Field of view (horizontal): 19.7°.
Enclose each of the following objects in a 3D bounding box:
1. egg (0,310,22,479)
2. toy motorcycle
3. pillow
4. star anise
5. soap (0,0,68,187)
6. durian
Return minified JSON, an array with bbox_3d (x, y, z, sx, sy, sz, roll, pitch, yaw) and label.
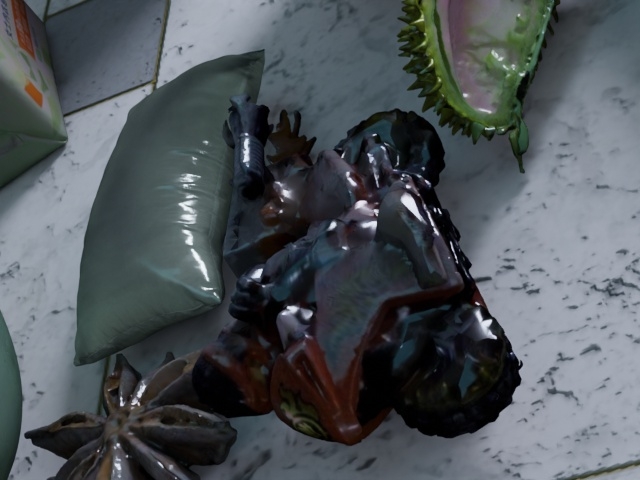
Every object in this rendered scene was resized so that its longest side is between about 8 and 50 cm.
[{"bbox_3d":[-0.368,0.099,1.342,0.276,0.276,0.389,-49,39,-8],"label":"egg"},{"bbox_3d":[0.000,0.000,1.252,0.207,0.134,0.401,-25,44,11],"label":"toy motorcycle"},{"bbox_3d":[-0.112,-0.029,1.402,0.144,0.078,0.254,-16,46,31],"label":"pillow"},{"bbox_3d":[-0.124,0.139,1.281,0.195,0.065,0.182,-47,36,0],"label":"star anise"},{"bbox_3d":[-0.333,-0.160,1.613,0.138,0.182,0.199,-32,42,11],"label":"soap"},{"bbox_3d":[0.110,-0.163,1.309,0.095,0.137,0.220,-35,35,58],"label":"durian"}]
